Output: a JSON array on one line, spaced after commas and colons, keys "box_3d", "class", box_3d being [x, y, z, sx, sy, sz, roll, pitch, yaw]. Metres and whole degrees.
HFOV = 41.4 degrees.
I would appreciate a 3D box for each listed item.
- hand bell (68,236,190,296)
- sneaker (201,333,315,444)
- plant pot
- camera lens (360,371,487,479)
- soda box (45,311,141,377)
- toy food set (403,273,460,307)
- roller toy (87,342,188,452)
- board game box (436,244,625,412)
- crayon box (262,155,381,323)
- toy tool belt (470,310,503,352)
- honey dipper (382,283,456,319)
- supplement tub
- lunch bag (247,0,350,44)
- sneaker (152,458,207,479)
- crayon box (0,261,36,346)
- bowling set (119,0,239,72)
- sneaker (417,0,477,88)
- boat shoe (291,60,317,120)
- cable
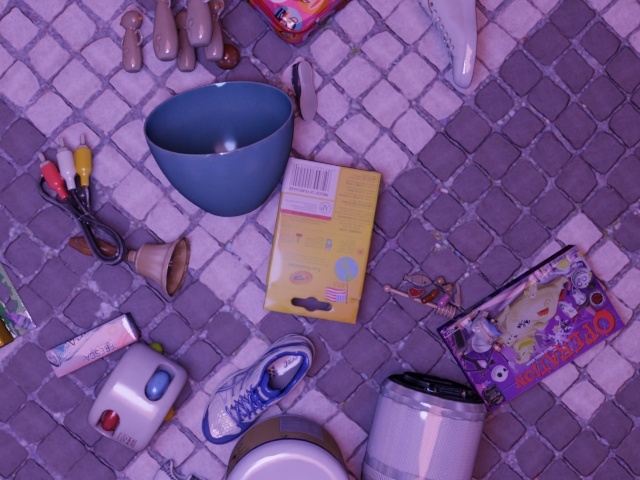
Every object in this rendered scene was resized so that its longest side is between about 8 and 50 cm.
[{"box_3d": [-0.404, 0.030, 1.742, 0.242, 0.126, 0.126, 12, 90, 10], "class": "hand bell"}, {"box_3d": [-0.134, 0.305, 1.730, 0.112, 0.131, 0.296, 44, 89, -4], "class": "sneaker"}, {"box_3d": [-0.184, -0.163, 1.676, 0.290, 0.290, 0.195, -10, 126, -3], "class": "plant pot"}, {"box_3d": [0.205, 0.415, 1.702, 0.219, 0.219, 0.274, 13, 89, -3], "class": "camera lens"}, {"box_3d": [-0.466, 0.214, 1.747, 0.183, 0.058, 0.063, -26, 92, -3], "class": "soda box"}, {"box_3d": [0.237, 0.106, 1.786, 0.122, 0.019, 0.078, 5, 60, -6], "class": "toy food set"}, {"box_3d": [-0.358, 0.317, 1.686, 0.146, 0.191, 0.209, 32, 88, -4], "class": "roller toy"}, {"box_3d": [0.447, 0.186, 1.803, 0.346, 0.056, 0.208, -33, 96, -3], "class": "board game box"}, {"box_3d": [0.000, 0.000, 1.759, 0.202, 0.081, 0.319, 10, 89, -3], "class": "crayon box"}, {"box_3d": [0.354, 0.188, 1.750, 0.083, 0.052, 0.051, 41, 96, -3], "class": "toy tool belt"}, {"box_3d": [0.208, 0.128, 1.798, 0.160, 0.030, 0.031, 19, 89, 0], "class": "honey dipper"}, {"box_3d": [-0.065, 0.471, 1.633, 0.241, 0.331, 0.241, 0, 90, -3], "class": "supplement tub"}, {"box_3d": [-0.037, -0.582, 1.742, 0.293, 0.120, 0.258, -43, 88, -4], "class": "lunch bag"}, {"box_3d": [-0.244, 0.548, 1.751, 0.235, 0.090, 0.095, 32, 78, -5], "class": "sneaker"}, {"box_3d": [-0.776, 0.172, 1.718, 0.322, 0.083, 0.203, -29, 92, -3], "class": "crayon box"}, {"box_3d": [-0.263, -0.431, 1.722, 0.287, 0.199, 0.154, -6, 85, 39], "class": "bowling set"}, {"box_3d": [0.264, -0.455, 1.769, 0.123, 0.106, 0.290, -1, 81, 3], "class": "sneaker"}, {"box_3d": [-0.039, -0.312, 1.777, 0.046, 0.038, 0.125, -14, 99, -44], "class": "boat shoe"}, {"box_3d": [-0.493, -0.070, 1.706, 0.139, 0.072, 0.287, -25, 71, 1], "class": "cable"}]
